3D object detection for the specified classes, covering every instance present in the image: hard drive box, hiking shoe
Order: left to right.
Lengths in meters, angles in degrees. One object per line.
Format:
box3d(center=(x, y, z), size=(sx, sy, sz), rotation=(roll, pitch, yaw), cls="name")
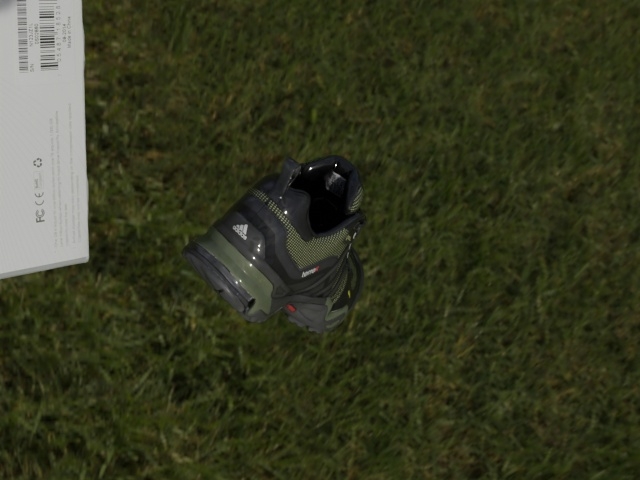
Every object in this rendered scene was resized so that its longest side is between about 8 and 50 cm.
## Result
box3d(center=(-0.255, -0.062, 0.584), size=(0.232, 0.181, 0.089), rotation=(-12, 22, -39), cls="hard drive box")
box3d(center=(0.000, 0.000, 0.736), size=(0.086, 0.227, 0.114), rotation=(46, 102, 15), cls="hiking shoe")
